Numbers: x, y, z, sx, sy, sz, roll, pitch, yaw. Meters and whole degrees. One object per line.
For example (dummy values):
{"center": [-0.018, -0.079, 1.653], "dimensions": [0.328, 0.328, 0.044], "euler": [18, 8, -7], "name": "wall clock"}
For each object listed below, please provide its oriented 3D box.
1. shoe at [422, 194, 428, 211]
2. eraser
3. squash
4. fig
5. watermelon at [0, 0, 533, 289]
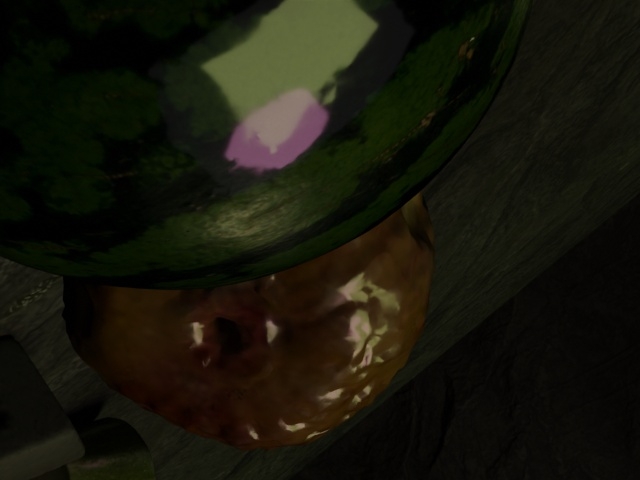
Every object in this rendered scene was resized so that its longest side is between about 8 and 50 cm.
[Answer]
{"center": [0.000, 0.000, 1.244], "dimensions": [0.274, 0.103, 0.098], "euler": [-21, 168, -43], "name": "shoe"}
{"center": [-0.337, 0.168, 0.954], "dimensions": [0.352, 0.111, 0.077], "euler": [-16, 151, -52], "name": "eraser"}
{"center": [-0.277, 0.292, 1.357], "dimensions": [0.122, 0.170, 0.170], "euler": [5, 136, -51], "name": "squash"}
{"center": [-0.029, -0.018, 0.934], "dimensions": [0.286, 0.286, 0.369], "euler": [-48, -175, 31], "name": "fig"}
{"center": [-0.059, -0.120, 0.436], "dimensions": [0.285, 0.285, 0.285], "euler": [-35, 164, -12], "name": "watermelon"}
